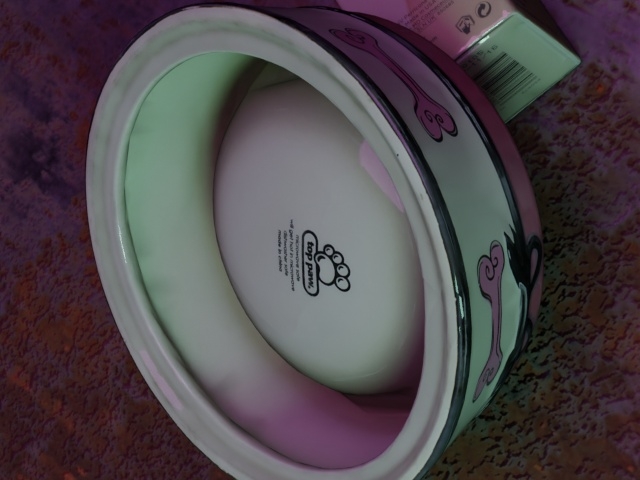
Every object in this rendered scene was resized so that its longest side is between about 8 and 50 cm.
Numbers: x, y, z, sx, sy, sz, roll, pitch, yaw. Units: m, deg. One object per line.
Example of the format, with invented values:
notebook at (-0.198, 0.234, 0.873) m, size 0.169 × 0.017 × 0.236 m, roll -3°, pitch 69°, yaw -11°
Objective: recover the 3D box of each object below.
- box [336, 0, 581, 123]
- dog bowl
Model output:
box at (0.072, -0.245, 1.524) m, size 0.121 × 0.148 × 0.311 m, roll -39°, pitch 63°, yaw 17°
dog bowl at (0.000, 0.000, 1.416) m, size 0.408 × 0.150 × 0.408 m, roll 20°, pitch 120°, yaw 40°
